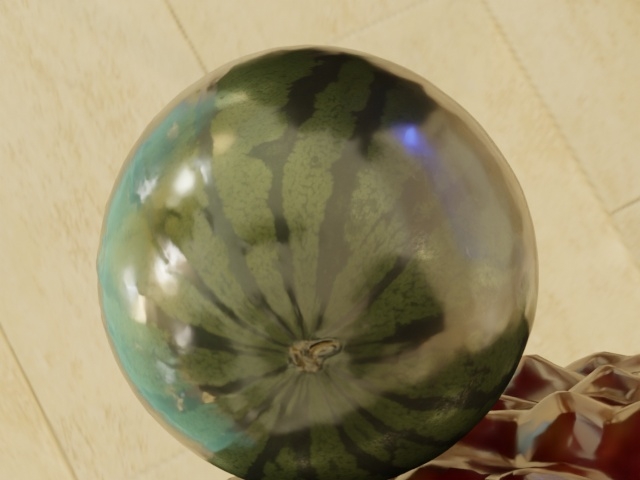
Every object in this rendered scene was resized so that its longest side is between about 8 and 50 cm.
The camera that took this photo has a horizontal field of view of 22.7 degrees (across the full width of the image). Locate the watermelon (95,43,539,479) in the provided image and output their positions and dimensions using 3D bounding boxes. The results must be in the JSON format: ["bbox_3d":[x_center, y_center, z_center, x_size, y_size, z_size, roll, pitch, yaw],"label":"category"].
[{"bbox_3d":[0.000,0.000,0.392,0.105,0.133,0.105,2,119,3],"label":"watermelon"}]

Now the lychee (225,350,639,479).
[{"bbox_3d":[0.106,0.221,0.464,0.425,0.424,0.500,31,82,3],"label":"lychee"}]
